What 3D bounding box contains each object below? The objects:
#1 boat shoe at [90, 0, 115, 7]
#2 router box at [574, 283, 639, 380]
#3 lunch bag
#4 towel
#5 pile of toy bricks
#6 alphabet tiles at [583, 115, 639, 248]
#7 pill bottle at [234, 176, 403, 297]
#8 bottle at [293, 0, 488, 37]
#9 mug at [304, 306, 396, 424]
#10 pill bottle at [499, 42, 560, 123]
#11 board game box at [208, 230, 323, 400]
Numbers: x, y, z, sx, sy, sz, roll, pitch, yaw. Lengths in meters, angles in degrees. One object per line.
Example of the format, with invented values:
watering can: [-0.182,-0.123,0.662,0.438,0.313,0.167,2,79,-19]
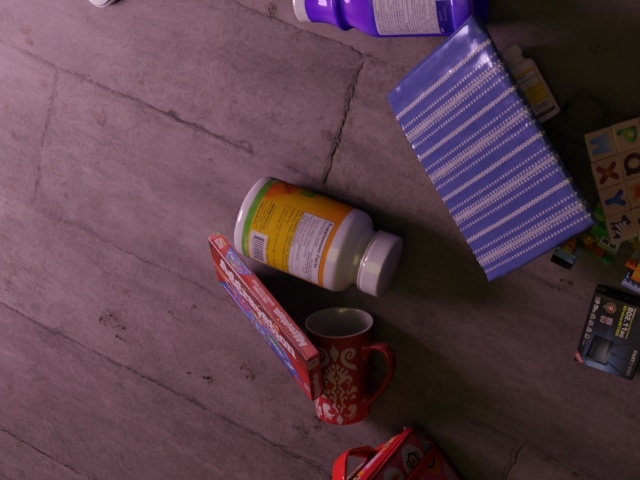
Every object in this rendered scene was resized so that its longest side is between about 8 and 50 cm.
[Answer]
boat shoe: [-0.343,-0.480,1.834,0.083,0.076,0.226,31,117,13]
router box: [0.440,0.137,1.700,0.092,0.038,0.122,18,114,18]
lunch bag: [0.118,0.436,1.808,0.120,0.293,0.258,-36,91,35]
towel: [0.237,-0.126,1.624,0.336,0.040,0.243,61,146,7]
pile of toy bricks: [0.401,-0.019,1.611,0.212,0.118,0.105,28,136,14]
alphabet tiles: [0.480,-0.061,1.566,0.198,0.009,0.237,-18,101,-8]
pill bottle: [0.000,0.000,1.802,0.246,0.136,0.136,21,115,17]
bottle: [0.100,-0.355,1.660,0.283,0.092,0.118,2,112,25]
mug: [0.042,0.214,1.861,0.150,0.113,0.169,33,131,55]
pill bottle: [0.290,-0.221,1.633,0.065,0.065,0.116,-27,94,30]
board game box: [-0.089,0.122,1.846,0.281,0.027,0.145,49,160,28]
